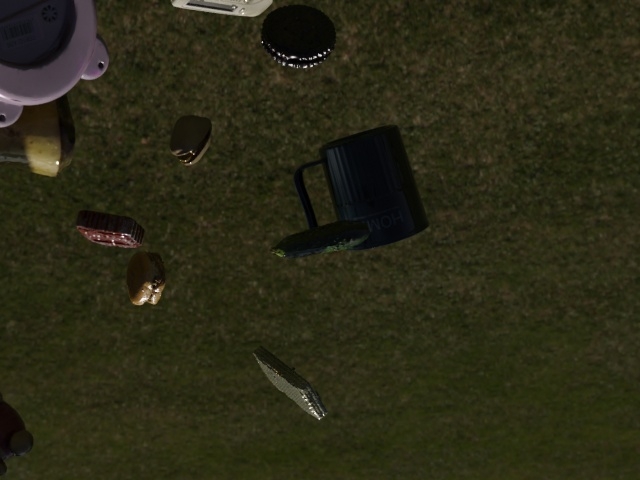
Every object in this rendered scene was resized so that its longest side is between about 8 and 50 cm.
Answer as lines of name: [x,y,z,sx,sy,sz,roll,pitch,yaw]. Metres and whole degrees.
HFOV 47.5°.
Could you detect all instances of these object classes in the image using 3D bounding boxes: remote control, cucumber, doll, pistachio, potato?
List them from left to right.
doll: [-0.730,0.433,1.479,0.256,0.196,0.152,-33,137,-25]
potato: [-0.604,-0.242,1.372,0.243,0.285,0.242,-19,157,-8]
pistachio: [-0.333,-0.259,1.879,0.113,0.149,0.113,2,144,1]
remote control: [-0.212,-0.535,1.583,0.230,0.049,0.090,-8,169,-43]
cucumber: [0.000,0.000,1.579,0.228,0.069,0.069,-13,150,-19]

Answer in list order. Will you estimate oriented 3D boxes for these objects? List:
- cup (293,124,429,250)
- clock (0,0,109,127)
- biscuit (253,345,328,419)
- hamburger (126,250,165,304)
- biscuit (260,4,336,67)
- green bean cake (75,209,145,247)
cup: [0.113,-0.142,1.981,0.308,0.242,0.292,-11,102,27]
clock: [-0.472,-0.357,1.089,0.113,0.295,0.322,23,140,36]
biscuit: [-0.071,0.322,1.654,0.041,0.199,0.121,-40,127,-20]
hamburger: [-0.477,0.101,1.984,0.083,0.138,0.147,6,133,-32]
biscuit: [-0.053,-0.505,1.792,0.195,0.194,0.053,2,148,-6]
green bean cake: [-0.493,-0.024,1.712,0.135,0.056,0.135,6,166,4]
